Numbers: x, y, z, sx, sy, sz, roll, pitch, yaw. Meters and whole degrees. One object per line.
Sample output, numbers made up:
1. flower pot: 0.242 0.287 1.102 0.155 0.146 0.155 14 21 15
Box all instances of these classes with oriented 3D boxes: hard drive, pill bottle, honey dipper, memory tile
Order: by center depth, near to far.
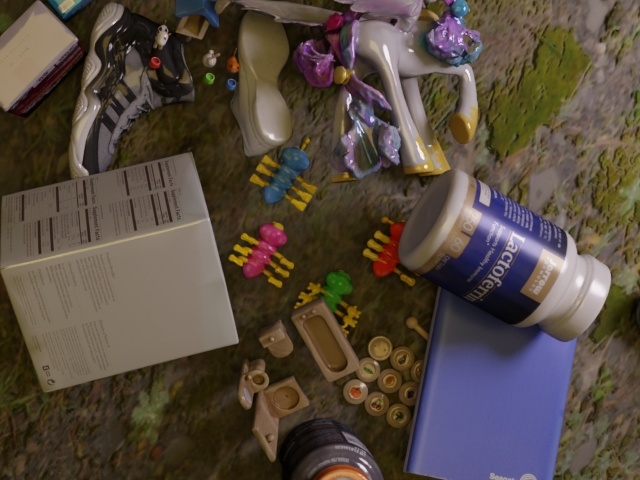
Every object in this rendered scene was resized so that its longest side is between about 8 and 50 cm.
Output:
1. pill bottle: 0.015 0.326 1.712 0.131 0.246 0.130 0 93 -6
2. pill bottle: 0.253 0.026 1.724 0.265 0.153 0.153 28 90 -12
3. hard drive: 0.251 0.195 1.805 0.210 0.040 0.318 13 80 -7
4. honey dipper: 0.186 0.167 1.833 0.161 0.030 0.030 44 88 -5
5. memory tile: 0.116 0.214 1.835 0.148 0.012 0.113 30 89 -7

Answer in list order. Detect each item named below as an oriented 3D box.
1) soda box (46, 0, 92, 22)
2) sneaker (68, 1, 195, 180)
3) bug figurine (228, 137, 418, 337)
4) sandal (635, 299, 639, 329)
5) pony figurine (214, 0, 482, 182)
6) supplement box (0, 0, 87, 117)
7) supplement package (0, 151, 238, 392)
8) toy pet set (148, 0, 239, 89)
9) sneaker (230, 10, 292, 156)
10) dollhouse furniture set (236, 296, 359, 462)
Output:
1. soda box: -0.293 -0.393 1.728 0.210 0.071 0.067 -40 97 -3
2. sneaker: -0.253 -0.183 1.727 0.153 0.101 0.268 11 89 -4
3. bug figurine: 0.000 0.000 1.782 0.279 0.072 0.216 35 95 -12
4. sandal: 0.593 0.168 1.849 0.303 0.086 0.120 43 88 -7
5. pony figurine: 0.073 -0.265 1.694 0.351 0.303 0.363 -7 91 -43
6. supplement box: -0.377 -0.231 1.642 0.130 0.239 0.073 -45 98 -2
7. supplement package: -0.265 0.037 1.660 0.263 0.198 0.199 -14 122 -5
8. toy pet set: -0.159 -0.278 1.689 0.122 0.065 0.114 13 55 -19
9. sneaker: -0.095 -0.220 1.761 0.080 0.094 0.212 8 69 -31
10. dollhouse furniture set: -0.033 0.189 1.731 0.151 0.123 0.144 -25 108 10
